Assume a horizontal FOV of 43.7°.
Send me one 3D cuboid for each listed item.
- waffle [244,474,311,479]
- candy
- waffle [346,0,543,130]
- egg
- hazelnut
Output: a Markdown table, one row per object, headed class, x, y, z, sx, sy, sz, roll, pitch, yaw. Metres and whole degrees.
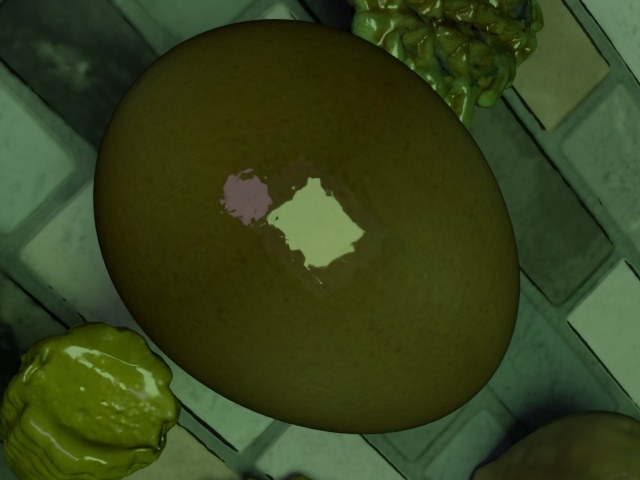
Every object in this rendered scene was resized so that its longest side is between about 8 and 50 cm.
| class | x | y | z | sx | sy | sz | roll | pitch | yaw |
| --- | --- | --- | --- | --- | --- | --- | --- | --- | --- |
| waffle | -0.046 | 0.325 | 0.697 | 0.254 | 0.052 | 0.245 | 9 | 95 | -18 |
| candy | -0.175 | 0.132 | 0.556 | 0.106 | 0.199 | 0.094 | 45 | 50 | -2 |
| waffle | 0.091 | -0.205 | 0.611 | 0.204 | 0.054 | 0.223 | -46 | 111 | -31 |
| egg | 0.000 | 0.000 | 0.548 | 0.322 | 0.250 | 0.250 | 42 | 85 | -20 |
| hazelnut | 0.239 | 0.279 | 0.703 | 0.261 | 0.241 | 0.261 | -23 | 126 | -35 |
